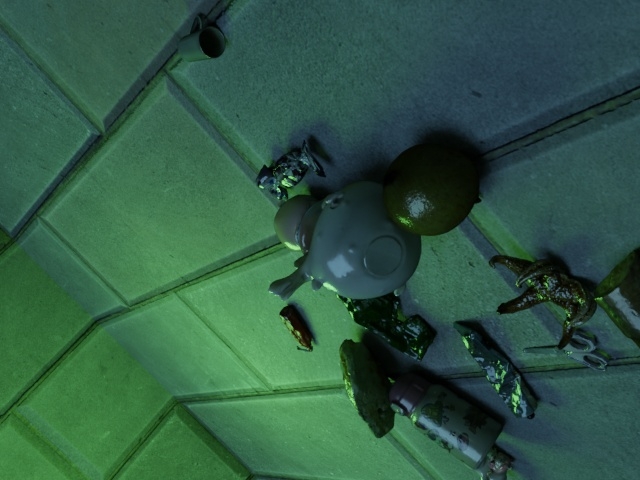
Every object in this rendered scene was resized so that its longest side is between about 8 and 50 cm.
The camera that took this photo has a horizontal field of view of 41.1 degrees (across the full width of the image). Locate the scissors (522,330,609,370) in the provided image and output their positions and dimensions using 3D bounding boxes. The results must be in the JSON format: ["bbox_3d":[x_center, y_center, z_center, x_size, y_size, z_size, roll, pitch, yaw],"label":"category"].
[{"bbox_3d":[0.430,0.198,1.531,0.100,0.015,0.189,47,152,-17],"label":"scissors"}]

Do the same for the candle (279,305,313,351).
[{"bbox_3d":[-0.059,0.231,2.144,0.162,0.048,0.053,60,176,-34],"label":"candle"}]

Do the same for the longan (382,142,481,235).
[{"bbox_3d":[0.181,-0.078,1.332,0.155,0.176,0.145,-150,65,-65],"label":"longan"}]

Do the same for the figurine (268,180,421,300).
[{"bbox_3d":[0.000,0.000,1.555,0.226,0.274,0.394,59,165,-24],"label":"figurine"}]

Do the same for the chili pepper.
[{"bbox_3d":[0.129,0.158,1.780,0.253,0.083,0.099,39,143,-4],"label":"chili pepper"}]

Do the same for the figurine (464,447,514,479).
[{"bbox_3d":[0.400,0.532,1.969,0.146,0.081,0.098,43,152,-3],"label":"figurine"}]

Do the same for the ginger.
[{"bbox_3d":[0.514,0.137,1.250,0.109,0.116,0.263,-41,94,21],"label":"ginger"}]

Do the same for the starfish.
[{"bbox_3d":[0.355,0.088,1.402,0.190,0.074,0.146,37,150,7],"label":"starfish"}]

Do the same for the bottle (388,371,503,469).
[{"bbox_3d":[0.268,0.389,1.890,0.253,0.120,0.120,31,151,16],"label":"bottle"}]

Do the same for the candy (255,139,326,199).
[{"bbox_3d":[-0.054,-0.130,1.630,0.094,0.051,0.226,35,155,-11],"label":"candy"}]

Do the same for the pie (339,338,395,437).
[{"bbox_3d":[0.114,0.332,1.974,0.090,0.201,0.248,-21,131,14],"label":"pie"}]

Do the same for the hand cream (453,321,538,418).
[{"bbox_3d":[0.347,0.263,1.684,0.248,0.052,0.075,49,150,-14],"label":"hand cream"}]

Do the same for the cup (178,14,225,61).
[{"bbox_3d":[-0.217,-0.352,1.504,0.083,0.054,0.075,4,136,52],"label":"cup"}]
